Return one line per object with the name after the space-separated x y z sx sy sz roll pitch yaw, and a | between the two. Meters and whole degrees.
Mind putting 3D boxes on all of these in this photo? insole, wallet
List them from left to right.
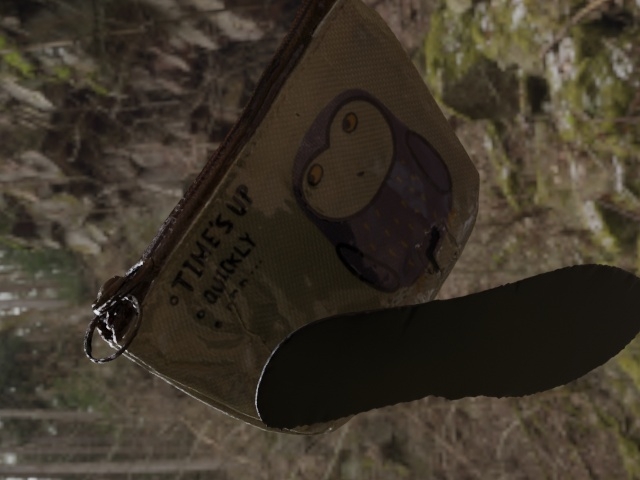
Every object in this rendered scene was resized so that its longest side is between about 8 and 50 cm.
-0.003 -0.001 0.809 0.275 0.068 0.335 43 -108 -39 | wallet
0.099 0.064 0.661 0.007 0.322 0.109 47 131 43 | insole
